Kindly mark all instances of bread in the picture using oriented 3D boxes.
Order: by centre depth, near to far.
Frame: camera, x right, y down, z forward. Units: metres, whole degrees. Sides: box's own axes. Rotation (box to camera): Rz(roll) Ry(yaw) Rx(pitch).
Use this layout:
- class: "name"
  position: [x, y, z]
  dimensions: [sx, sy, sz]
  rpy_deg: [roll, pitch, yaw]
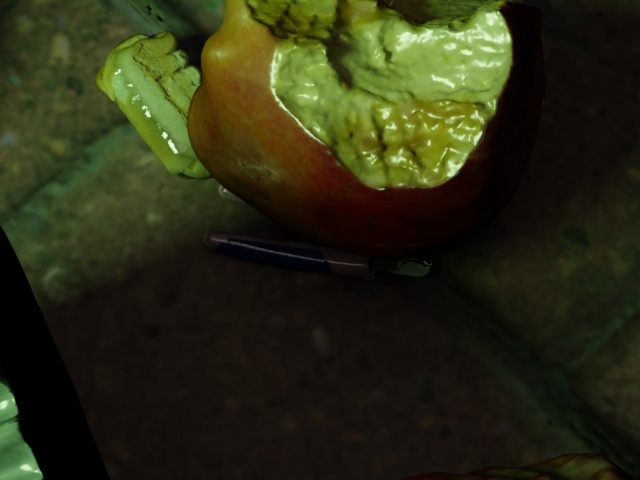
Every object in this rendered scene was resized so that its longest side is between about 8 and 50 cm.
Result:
- class: "bread"
  position: [-0.074, -0.066, 0.977]
  dimensions: [0.049, 0.033, 0.088]
  rpy_deg: [-35, 77, -29]

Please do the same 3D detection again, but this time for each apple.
- class: "apple"
  position: [0.021, -0.067, 0.918]
  dimensions: [0.158, 0.147, 0.156]
  rpy_deg: [12, 52, 14]

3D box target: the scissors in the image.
- class: "scissors"
  position: [0.000, 0.000, 0.963]
  dimensions: [0.113, 0.012, 0.039]
  rpy_deg: [15, 70, 5]

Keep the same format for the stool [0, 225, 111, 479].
- class: "stool"
  position: [-0.244, 0.160, 0.761]
  dimensions: [0.330, 0.297, 0.297]
  rpy_deg: [-22, 71, -4]

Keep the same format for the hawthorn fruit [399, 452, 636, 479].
- class: "hawthorn fruit"
  position: [0.073, 0.239, 0.777]
  dimensions: [0.254, 0.254, 0.300]
  rpy_deg: [27, 106, 9]
